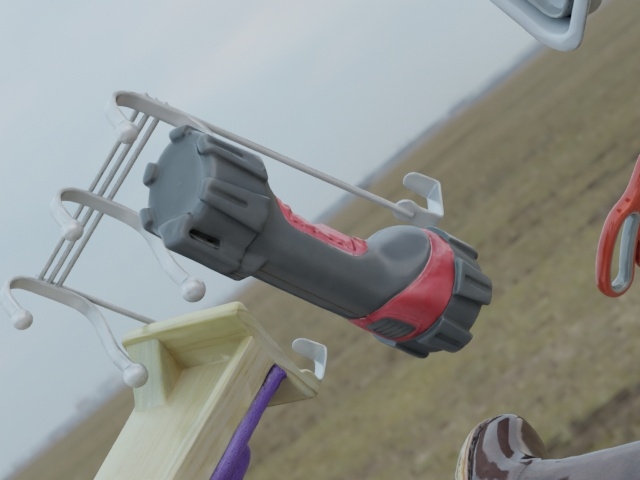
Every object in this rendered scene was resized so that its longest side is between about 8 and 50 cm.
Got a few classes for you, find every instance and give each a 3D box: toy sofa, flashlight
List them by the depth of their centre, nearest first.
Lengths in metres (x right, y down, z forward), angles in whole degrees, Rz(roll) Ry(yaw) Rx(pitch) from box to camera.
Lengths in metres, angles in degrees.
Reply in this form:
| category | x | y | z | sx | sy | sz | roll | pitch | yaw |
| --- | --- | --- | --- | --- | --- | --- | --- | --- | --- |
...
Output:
| category | x | y | z | sx | sy | sz | roll | pitch | yaw |
| --- | --- | --- | --- | --- | --- | --- | --- | --- | --- |
| flashlight | 0.000 | 0.000 | 1.355 | 0.103 | 0.304 | 0.103 | 33 | 94 | 49 |
| toy sofa | -0.132 | 0.239 | 1.483 | 0.150 | 0.177 | 0.362 | -17 | 32 | 41 |

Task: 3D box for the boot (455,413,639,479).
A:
| category | x | y | z | sx | sy | sz | roll | pitch | yaw |
| --- | --- | --- | --- | --- | --- | --- | --- | --- | --- |
| boot | 0.187 | 0.148 | 1.069 | 0.207 | 0.090 | 0.248 | -43 | 30 | 22 |

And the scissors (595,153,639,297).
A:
| category | x | y | z | sx | sy | sz | roll | pitch | yaw |
| --- | --- | --- | --- | --- | --- | --- | --- | --- | --- |
| scissors | 0.307 | -0.082 | 1.676 | 0.109 | 0.021 | 0.297 | -22 | -50 | -34 |

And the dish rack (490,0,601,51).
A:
| category | x | y | z | sx | sy | sz | roll | pitch | yaw |
| --- | --- | --- | --- | --- | --- | --- | --- | --- | --- |
| dish rack | 0.121 | -0.332 | 1.466 | 0.072 | 0.333 | 0.285 | -38 | -24 | -18 |

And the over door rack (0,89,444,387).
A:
| category | x | y | z | sx | sy | sz | roll | pitch | yaw |
| --- | --- | --- | --- | --- | --- | --- | --- | --- | --- |
| over door rack | -0.075 | 0.021 | 1.533 | 0.239 | 0.324 | 0.108 | -55 | 34 | 32 |
